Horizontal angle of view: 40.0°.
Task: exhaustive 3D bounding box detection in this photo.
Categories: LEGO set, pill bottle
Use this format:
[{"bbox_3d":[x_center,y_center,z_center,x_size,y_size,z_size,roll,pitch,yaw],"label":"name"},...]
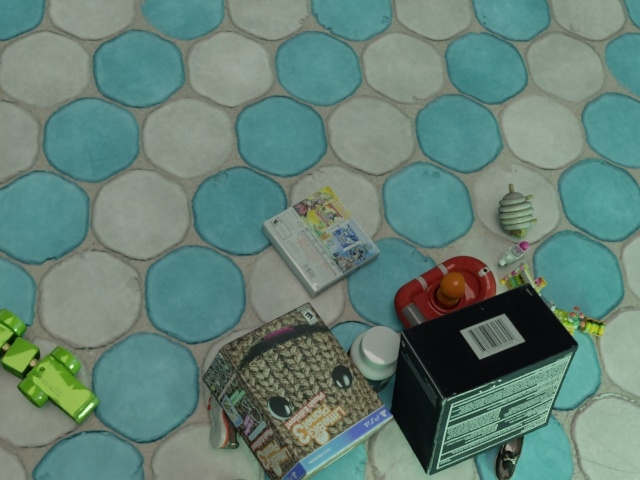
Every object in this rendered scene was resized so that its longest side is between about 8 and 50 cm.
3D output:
[{"bbox_3d":[0.515,0.124,1.967,0.132,0.107,0.287,-40,75,-23],"label":"LEGO set"},{"bbox_3d":[0.108,0.244,1.807,0.108,0.180,0.107,3,63,-7],"label":"pill bottle"}]

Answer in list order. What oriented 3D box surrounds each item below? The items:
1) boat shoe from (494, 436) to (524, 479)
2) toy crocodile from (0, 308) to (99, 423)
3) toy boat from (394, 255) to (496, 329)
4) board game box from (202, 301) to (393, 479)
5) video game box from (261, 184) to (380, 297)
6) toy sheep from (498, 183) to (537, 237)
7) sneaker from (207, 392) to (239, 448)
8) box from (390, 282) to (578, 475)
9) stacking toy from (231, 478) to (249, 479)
[{"bbox_3d":[0.397,0.445,1.832,0.046,0.038,0.125,26,63,4],"label":"boat shoe"},{"bbox_3d":[-0.591,0.242,1.756,0.341,0.105,0.115,35,64,4],"label":"toy crocodile"},{"bbox_3d":[0.281,0.115,1.911,0.231,0.151,0.151,-29,72,-20],"label":"toy boat"},{"bbox_3d":[-0.048,0.310,1.741,0.232,0.141,0.291,-26,71,-36],"label":"board game box"},{"bbox_3d":[0.000,0.000,1.984,0.187,0.048,0.205,-31,73,-19],"label":"video game box"},{"bbox_3d":[0.460,-0.069,2.064,0.091,0.091,0.132,-14,92,-15],"label":"toy sheep"},{"bbox_3d":[-0.188,0.354,1.789,0.065,0.061,0.157,23,51,-32],"label":"sneaker"},{"bbox_3d":[0.311,0.277,1.743,0.296,0.294,0.182,-18,50,-17],"label":"box"},{"bbox_3d":[-0.169,0.613,1.614,0.309,0.130,0.279,-40,75,-23],"label":"stacking toy"}]
